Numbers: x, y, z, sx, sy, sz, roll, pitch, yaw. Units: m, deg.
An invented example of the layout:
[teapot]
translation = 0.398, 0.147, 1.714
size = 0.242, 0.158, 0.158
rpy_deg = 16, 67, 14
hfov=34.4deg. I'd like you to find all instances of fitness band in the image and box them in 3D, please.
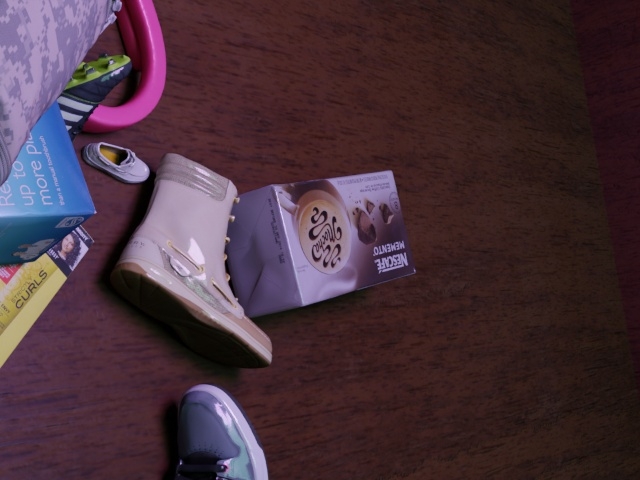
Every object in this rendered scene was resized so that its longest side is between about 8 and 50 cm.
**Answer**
[fitness band]
translation = -0.290, -0.274, 1.256
size = 0.209, 0.054, 0.291
rpy_deg = -26, 99, -53

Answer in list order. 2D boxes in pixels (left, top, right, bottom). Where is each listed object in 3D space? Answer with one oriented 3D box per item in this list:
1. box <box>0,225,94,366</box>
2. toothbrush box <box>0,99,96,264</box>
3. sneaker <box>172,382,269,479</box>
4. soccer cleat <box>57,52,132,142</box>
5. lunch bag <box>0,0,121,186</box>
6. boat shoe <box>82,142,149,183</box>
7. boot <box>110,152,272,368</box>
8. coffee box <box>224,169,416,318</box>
[box]
translation = -0.336, 0.052, 1.087
size = 0.087, 0.058, 0.232
rpy_deg = 55, 42, -26
[toothbrush box]
translation = -0.389, -0.088, 0.957
size = 0.295, 0.126, 0.216
rpy_deg = -4, 68, -49
[sneaker]
translation = -0.148, 0.328, 1.208
size = 0.178, 0.123, 0.296
rpy_deg = -14, 92, -63
[soccer cleat]
translation = -0.286, -0.148, 1.167
size = 0.179, 0.060, 0.072
rpy_deg = -34, 126, -11
[lunch bag]
translation = -0.313, -0.206, 0.865
size = 0.256, 0.212, 0.305
rpy_deg = 55, 34, -34
[boat shoe]
translation = -0.245, -0.098, 1.275
size = 0.100, 0.035, 0.035
rpy_deg = 26, 59, -46
[boot]
translation = -0.138, 0.031, 1.332
size = 0.262, 0.095, 0.203
rpy_deg = 40, 48, -34
[coffee box]
translation = 0.000, 0.000, 1.497
size = 0.297, 0.118, 0.168
rpy_deg = -11, 87, -53
